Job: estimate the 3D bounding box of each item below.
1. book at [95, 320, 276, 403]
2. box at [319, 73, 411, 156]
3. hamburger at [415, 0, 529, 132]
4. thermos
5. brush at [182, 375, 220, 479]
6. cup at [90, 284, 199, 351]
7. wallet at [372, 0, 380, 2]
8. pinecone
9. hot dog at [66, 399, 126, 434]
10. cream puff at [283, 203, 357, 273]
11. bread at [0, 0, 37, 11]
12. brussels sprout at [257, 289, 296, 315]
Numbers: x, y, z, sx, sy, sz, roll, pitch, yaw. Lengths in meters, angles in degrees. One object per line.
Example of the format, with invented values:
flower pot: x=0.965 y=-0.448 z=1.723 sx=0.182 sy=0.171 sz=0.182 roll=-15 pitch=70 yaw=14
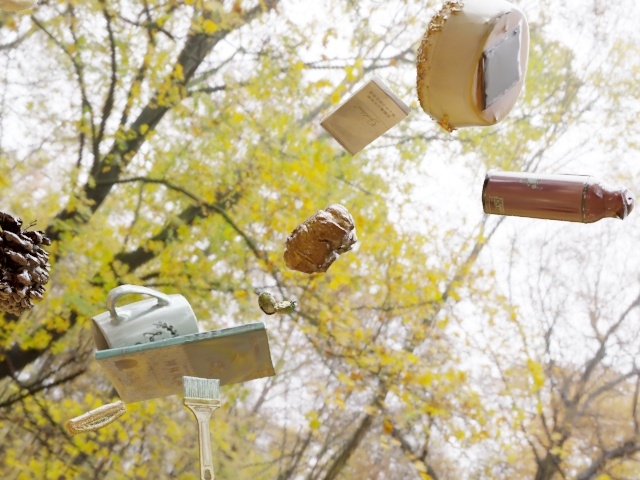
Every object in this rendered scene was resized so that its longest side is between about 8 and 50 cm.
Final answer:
book: x=-0.300 y=0.287 z=1.764 sx=0.380 sy=0.031 sz=0.264 roll=-10 pitch=-33 yaw=-4
box: x=0.092 y=-0.262 z=1.615 sx=0.109 sy=0.029 sz=0.198 roll=43 pitch=-38 yaw=-12
hamburger: x=0.303 y=-0.365 z=1.562 sx=0.179 sy=0.276 sz=0.294 roll=21 pitch=-41 yaw=34
thermos: x=0.554 y=-0.100 z=1.762 sx=0.330 sy=0.136 sz=0.109 roll=8 pitch=-79 yaw=30
brush: x=-0.220 y=0.359 z=1.439 sx=0.083 sy=0.205 sz=0.011 roll=14 pitch=-34 yaw=-39
cup: x=-0.442 y=0.208 z=1.911 sx=0.186 sy=0.234 sz=0.257 roll=38 pitch=-37 yaw=43
wallet: x=0.068 y=-0.597 z=1.525 sx=0.055 sy=0.160 sz=0.236 roll=-23 pitch=-84 yaw=20
pinecone: x=-0.631 y=0.038 z=1.480 sx=0.222 sy=0.221 sz=0.221 roll=19 pitch=-31 yaw=12
hot dog: x=-0.452 y=0.361 z=1.535 sx=0.028 sy=0.137 sz=0.044 roll=-18 pitch=-90 yaw=36
cream puff: x=0.000 y=0.000 z=2.370 sx=0.155 sy=0.269 sz=0.241 roll=41 pitch=-12 yaw=18
bread: x=-0.693 y=-0.548 z=1.498 sx=0.316 sy=0.316 sz=0.054 roll=30 pitch=-40 yaw=-6
brussels sprout: x=-0.096 y=0.138 z=1.634 sx=0.084 sy=0.046 sz=0.051 roll=21 pitch=-56 yaw=-2
